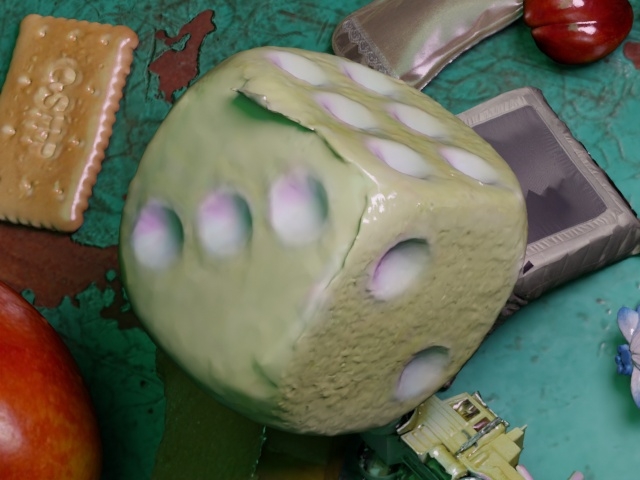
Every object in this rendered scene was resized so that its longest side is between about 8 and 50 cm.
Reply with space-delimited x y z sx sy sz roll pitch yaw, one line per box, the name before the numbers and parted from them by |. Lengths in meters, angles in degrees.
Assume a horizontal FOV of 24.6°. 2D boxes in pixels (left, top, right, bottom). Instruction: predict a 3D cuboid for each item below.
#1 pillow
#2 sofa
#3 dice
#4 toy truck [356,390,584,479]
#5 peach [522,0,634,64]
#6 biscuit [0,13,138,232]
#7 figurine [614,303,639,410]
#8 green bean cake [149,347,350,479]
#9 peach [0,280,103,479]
pillow | 0.120 -0.233 1.536 0.217 0.033 0.130 -34 64 8
sofa | 0.166 -0.008 1.426 0.225 0.176 0.210 -25 63 -20
dice | 0.000 0.000 1.236 0.252 0.254 0.249 43 117 34
toy truck | 0.145 0.218 1.354 0.135 0.128 0.259 -39 60 -23
peach | 0.255 -0.224 1.451 0.101 0.101 0.100 -6 72 19
biscuit | -0.307 -0.137 1.665 0.160 0.030 0.249 11 78 23
figurine | 0.326 0.104 1.341 0.114 0.079 0.114 8 57 -12
green bean cake | -0.085 0.213 1.400 0.233 0.124 0.236 -2 70 54
peach | -0.391 0.189 1.416 0.370 0.370 0.370 -6 72 19
